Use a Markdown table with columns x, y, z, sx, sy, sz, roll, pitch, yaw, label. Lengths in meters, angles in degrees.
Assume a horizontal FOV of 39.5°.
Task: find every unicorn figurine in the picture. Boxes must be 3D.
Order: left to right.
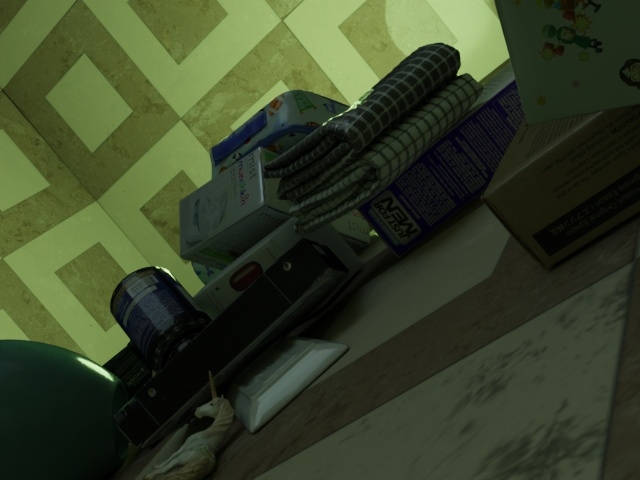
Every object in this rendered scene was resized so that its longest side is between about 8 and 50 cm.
| x | y | z | sx | sy | sz | roll | pitch | yaw | label |
| --- | --- | --- | --- | --- | --- | --- | --- | --- | --- |
| -0.142 | 0.235 | 0.998 | 0.111 | 0.060 | 0.162 | -39 | 21 | 3 | unicorn figurine |

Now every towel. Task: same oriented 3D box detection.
| x | y | z | sx | sy | sz | roll | pitch | yaw | label |
| --- | --- | --- | --- | --- | --- | --- | --- | --- | --- |
| 0.063 | -0.147 | 1.265 | 0.235 | 0.121 | 0.283 | -44 | 8 | -29 | towel |

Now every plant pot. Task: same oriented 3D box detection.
| x | y | z | sx | sy | sz | roll | pitch | yaw | label |
| --- | --- | --- | --- | --- | --- | --- | --- | --- | --- |
| -0.422 | 0.301 | 1.456 | 0.195 | 0.291 | 0.290 | -4 | 6 | 0 | plant pot |

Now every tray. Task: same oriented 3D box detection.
| x | y | z | sx | sy | sz | roll | pitch | yaw | label |
| --- | --- | --- | --- | --- | --- | --- | --- | --- | --- |
| -0.056 | 0.163 | 1.106 | 0.145 | 0.030 | 0.270 | -42 | 5 | -12 | tray |

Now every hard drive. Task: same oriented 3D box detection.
| x | y | z | sx | sy | sz | roll | pitch | yaw | label |
| --- | --- | --- | --- | --- | --- | --- | --- | --- | --- |
| -0.110 | 0.136 | 1.217 | 0.339 | 0.064 | 0.237 | -42 | -8 | 3 | hard drive |

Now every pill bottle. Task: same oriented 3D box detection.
| x | y | z | sx | sy | sz | roll | pitch | yaw | label |
| --- | --- | --- | --- | --- | --- | --- | --- | --- | --- |
| -0.240 | 0.146 | 1.438 | 0.122 | 0.219 | 0.123 | -24 | -45 | -26 | pill bottle |

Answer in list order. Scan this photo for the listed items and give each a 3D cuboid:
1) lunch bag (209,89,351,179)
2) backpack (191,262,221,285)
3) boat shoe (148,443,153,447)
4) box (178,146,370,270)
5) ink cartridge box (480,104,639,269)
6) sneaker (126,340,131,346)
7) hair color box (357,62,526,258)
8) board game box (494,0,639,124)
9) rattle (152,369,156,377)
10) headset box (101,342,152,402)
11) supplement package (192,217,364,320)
| x | y | z | sx | sy | sz | roll | pitch | yaw | label |
| --- | --- | --- | --- | --- | --- | --- | --- | --- | --- |
| -0.061 | -0.151 | 1.638 | 0.243 | 0.115 | 0.303 | 12 | -30 | -37 | lunch bag |
| -0.164 | 0.029 | 2.037 | 0.191 | 0.225 | 0.253 | -42 | 6 | 40 | backpack |
| -0.276 | 0.297 | 1.451 | 0.049 | 0.056 | 0.152 | -36 | 13 | -12 | boat shoe |
| -0.083 | -0.029 | 1.609 | 0.261 | 0.127 | 0.231 | 19 | -38 | -41 | box |
| 0.257 | -0.098 | 0.762 | 0.193 | 0.088 | 0.235 | -38 | 6 | 32 | ink cartridge box |
| -0.420 | 0.289 | 2.076 | 0.341 | 0.140 | 0.125 | -43 | 7 | -22 | sneaker |
| 0.210 | -0.130 | 1.315 | 0.338 | 0.110 | 0.185 | -37 | 7 | 8 | hair color box |
| 0.285 | -0.174 | 0.549 | 0.303 | 0.098 | 0.224 | -10 | 19 | 29 | board game box |
| -0.205 | 0.237 | 1.570 | 0.199 | 0.142 | 0.130 | -11 | 57 | 48 | rattle |
| -0.438 | 0.340 | 1.795 | 0.283 | 0.131 | 0.246 | -37 | 6 | 32 | headset box |
| -0.073 | 0.067 | 1.459 | 0.244 | 0.139 | 0.134 | -37 | 5 | 45 | supplement package |
